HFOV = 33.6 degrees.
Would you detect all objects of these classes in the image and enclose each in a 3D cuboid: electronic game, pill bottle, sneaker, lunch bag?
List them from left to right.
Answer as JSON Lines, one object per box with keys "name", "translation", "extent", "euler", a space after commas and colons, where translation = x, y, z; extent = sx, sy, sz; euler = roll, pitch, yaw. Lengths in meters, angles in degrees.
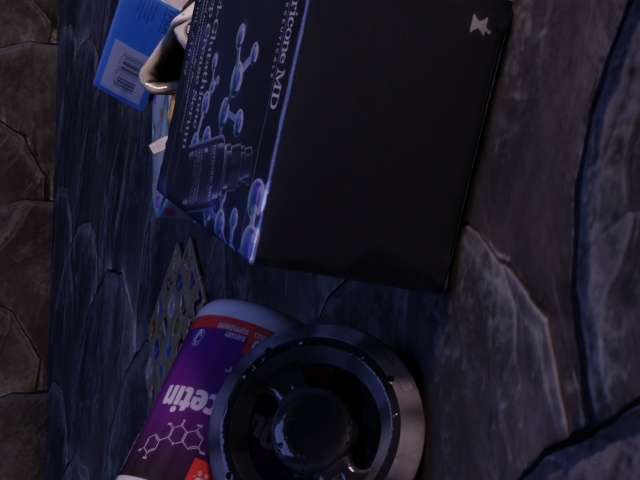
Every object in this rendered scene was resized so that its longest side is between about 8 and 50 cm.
{"name": "lunch bag", "translation": [-0.221, -0.182, 1.794], "extent": [0.224, 0.108, 0.279], "euler": [122, 150, -55]}
{"name": "pill bottle", "translation": [-0.116, 0.239, 1.196], "extent": [0.181, 0.181, 0.323], "euler": [-34, 29, 61]}
{"name": "sneaker", "translation": [-0.120, -0.295, 1.444], "extent": [0.330, 0.146, 0.122], "euler": [-38, 89, 31]}
{"name": "electronic game", "translation": [-0.006, 0.194, 1.074], "extent": [0.048, 0.229, 0.229], "euler": [51, -147, -63]}

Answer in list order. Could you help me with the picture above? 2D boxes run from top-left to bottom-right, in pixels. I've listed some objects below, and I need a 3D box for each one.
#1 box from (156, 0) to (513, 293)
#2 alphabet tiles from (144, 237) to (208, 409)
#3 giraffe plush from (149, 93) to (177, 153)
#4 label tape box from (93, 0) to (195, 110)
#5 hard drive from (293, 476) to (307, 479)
{"name": "box", "translation": [-0.009, -0.141, 1.143], "extent": [0.395, 0.212, 0.293], "euler": [-150, 71, -65]}
{"name": "alphabet tiles", "translation": [-0.265, 0.178, 1.916], "extent": [0.285, 0.011, 0.342], "euler": [-111, 36, -48]}
{"name": "giraffe plush", "translation": [-0.120, -0.112, 1.497], "extent": [0.170, 0.210, 0.181], "euler": [79, 179, -58]}
{"name": "label tape box", "translation": [-0.267, -0.437, 1.936], "extent": [0.249, 0.115, 0.347], "euler": [-59, 3, 44]}
{"name": "hard drive", "translation": [0.003, 0.411, 1.144], "extent": [0.339, 0.064, 0.236], "euler": [-171, 88, -66]}
